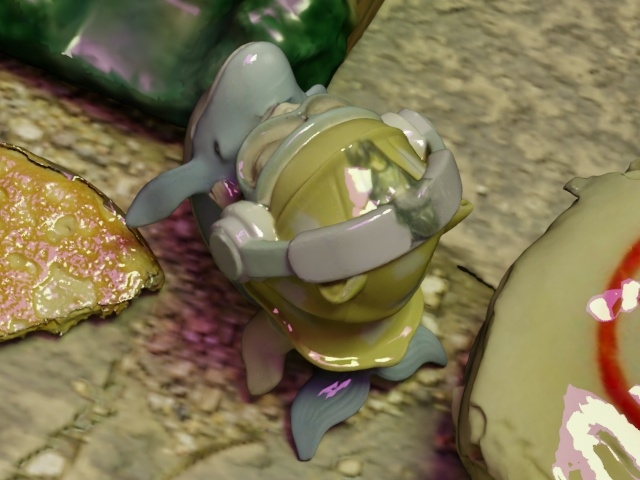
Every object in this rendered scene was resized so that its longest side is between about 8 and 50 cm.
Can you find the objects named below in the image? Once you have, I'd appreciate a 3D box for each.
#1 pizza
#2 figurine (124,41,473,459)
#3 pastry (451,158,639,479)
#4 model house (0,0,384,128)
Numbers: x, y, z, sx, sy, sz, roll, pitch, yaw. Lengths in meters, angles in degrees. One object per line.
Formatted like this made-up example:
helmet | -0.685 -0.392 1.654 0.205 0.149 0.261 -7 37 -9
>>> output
pizza | -0.148 0.012 0.892 0.123 0.026 0.108 37 67 6
figurine | 0.000 0.000 0.848 0.128 0.184 0.208 -34 117 -21
pastry | 0.184 0.087 0.856 0.265 0.133 0.265 2 67 -5
model house | -0.096 -0.291 0.871 0.382 0.342 0.334 27 62 4
